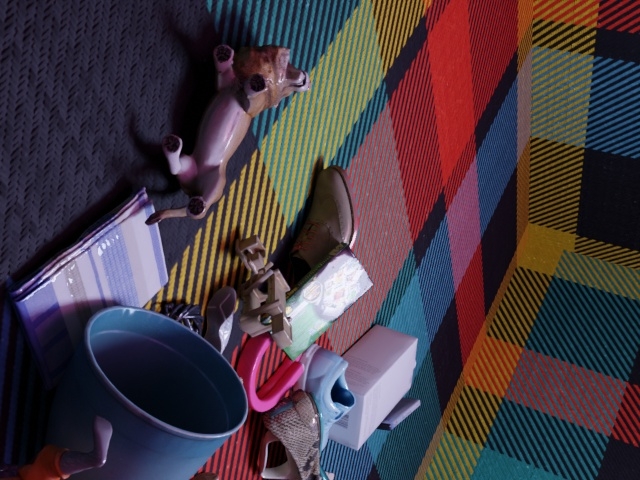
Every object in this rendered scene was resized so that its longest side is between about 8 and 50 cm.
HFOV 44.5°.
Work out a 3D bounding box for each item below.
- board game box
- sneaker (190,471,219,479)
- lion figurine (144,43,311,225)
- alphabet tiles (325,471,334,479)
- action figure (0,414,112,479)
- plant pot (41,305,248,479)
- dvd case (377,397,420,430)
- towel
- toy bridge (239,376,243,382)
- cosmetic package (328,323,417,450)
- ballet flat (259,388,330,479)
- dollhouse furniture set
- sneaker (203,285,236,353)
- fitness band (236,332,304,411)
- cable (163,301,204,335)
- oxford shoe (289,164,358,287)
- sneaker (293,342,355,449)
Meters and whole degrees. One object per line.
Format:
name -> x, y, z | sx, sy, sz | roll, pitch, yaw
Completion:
board game box -> -0.006, 0.136, 1.746 | 0.259, 0.030, 0.136 | -42, 124, -13
sneaker -> -0.264, 0.544, 1.666 | 0.118, 0.042, 0.067 | -18, 118, -52
lion figurine -> -0.166, -0.181, 1.326 | 0.392, 0.142, 0.240 | -55, 180, -5
alphabet tiles -> -0.042, 0.817, 2.324 | 0.278, 0.021, 0.284 | -68, 155, -12
action figure -> -0.451, 0.354, 0.958 | 0.330, 0.178, 0.341 | -50, 157, 23
plant pot -> -0.292, 0.282, 1.185 | 0.255, 0.271, 0.271 | -53, 160, 17
dvd case -> 0.181, 0.527, 2.416 | 0.253, 0.180, 0.022 | -15, 104, -62
towel -> -0.346, 0.070, 1.210 | 0.285, 0.034, 0.209 | -48, 147, -39
toy bridge -> -0.213, 0.292, 1.608 | 0.188, 0.026, 0.063 | 8, 96, -65
cosmetic package -> 0.139, 0.420, 2.289 | 0.365, 0.155, 0.197 | -33, 134, -55
ballet flat -> -0.064, 0.563, 1.970 | 0.181, 0.164, 0.483 | -21, 132, -12
dollhouse furniture set -> -0.136, 0.109, 1.533 | 0.182, 0.101, 0.161 | -97, 161, -57
sneaker -> -0.200, 0.161, 1.559 | 0.061, 0.053, 0.152 | -23, 130, -79
fitness band -> -0.100, 0.268, 1.819 | 0.291, 0.054, 0.209 | -46, 144, -46
cable -> -0.274, 0.203, 1.440 | 0.150, 0.047, 0.185 | 12, 92, -70
oxford shoe -> 0.000, 0.000, 1.786 | 0.130, 0.123, 0.349 | 0, 94, -38
sneaker -> 0.013, 0.443, 2.048 | 0.135, 0.150, 0.366 | -44, 143, -45
